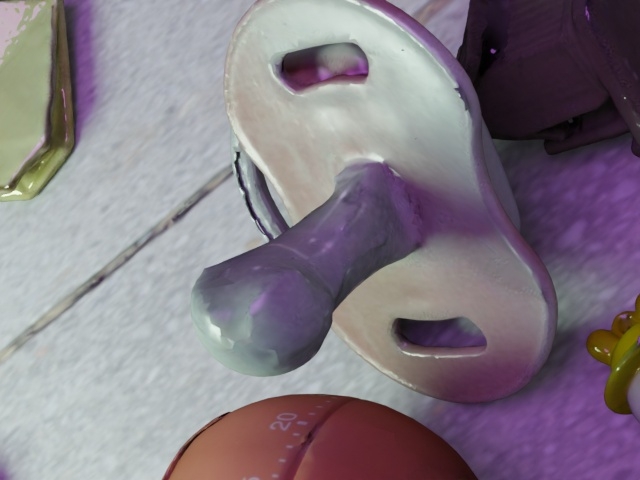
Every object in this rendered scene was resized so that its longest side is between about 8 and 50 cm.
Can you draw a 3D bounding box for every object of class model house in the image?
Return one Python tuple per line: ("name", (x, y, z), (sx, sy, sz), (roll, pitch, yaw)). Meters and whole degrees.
("model house", (0.173, -0.158, 1.184), (0.188, 0.122, 0.229), (-11, 58, 39))

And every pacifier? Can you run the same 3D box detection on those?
("pacifier", (0.030, -0.015, 1.134), (0.220, 0.273, 0.332), (-20, 109, 14))

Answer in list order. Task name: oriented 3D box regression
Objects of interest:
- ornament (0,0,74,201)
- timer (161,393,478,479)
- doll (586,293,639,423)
("ornament", (-0.281, -0.147, 1.460), (0.201, 0.059, 0.180), (43, 98, 27))
("timer", (-0.001, 0.217, 1.114), (0.215, 0.230, 0.229), (8, 82, 30))
("doll", (0.267, 0.130, 1.070), (0.241, 0.099, 0.135), (53, 126, 29))
